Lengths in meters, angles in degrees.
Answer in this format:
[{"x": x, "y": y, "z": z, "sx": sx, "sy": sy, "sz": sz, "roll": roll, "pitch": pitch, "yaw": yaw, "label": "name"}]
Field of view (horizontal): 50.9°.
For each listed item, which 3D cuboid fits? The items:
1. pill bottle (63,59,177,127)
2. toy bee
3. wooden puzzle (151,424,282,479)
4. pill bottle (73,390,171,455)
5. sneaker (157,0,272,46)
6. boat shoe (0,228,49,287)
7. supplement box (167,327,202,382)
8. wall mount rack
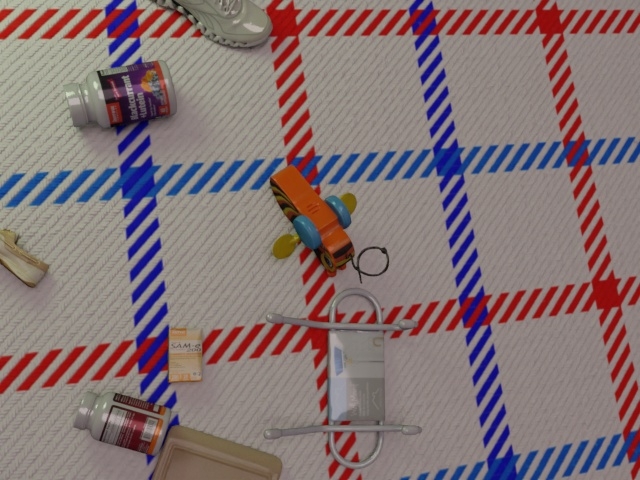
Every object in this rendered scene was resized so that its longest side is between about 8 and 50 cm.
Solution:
[{"x": -0.380, "y": -0.274, "z": 1.278, "sx": 0.193, "sy": 0.108, "sz": 0.108, "roll": -15, "pitch": 83, "yaw": -17, "label": "pill bottle"}, {"x": 0.000, "y": 0.000, "z": 1.317, "sx": 0.195, "sy": 0.162, "sz": 0.299, "roll": -14, "pitch": 58, "yaw": -9, "label": "toy bee"}, {"x": -0.205, "y": 0.479, "z": 1.209, "sx": 0.220, "sy": 0.044, "sz": 0.239, "roll": 21, "pitch": 70, "yaw": -9, "label": "wooden puzzle"}, {"x": -0.346, "y": 0.316, "z": 1.178, "sx": 0.151, "sy": 0.086, "sz": 0.086, "roll": 20, "pitch": 75, "yaw": -10, "label": "pill bottle"}, {"x": -0.230, "y": -0.492, "z": 1.359, "sx": 0.292, "sy": 0.118, "sz": 0.110, "roll": 25, "pitch": 72, "yaw": -10, "label": "sneaker"}, {"x": -0.560, "y": 0.010, "z": 1.201, "sx": 0.170, "sy": 0.063, "sz": 0.059, "roll": 45, "pitch": 69, "yaw": -12, "label": "boat shoe"}, {"x": -0.252, "y": 0.213, "z": 1.249, "sx": 0.062, "sy": 0.036, "sz": 0.099, "roll": 0, "pitch": 78, "yaw": -15, "label": "supplement box"}, {"x": 0.035, "y": 0.254, "z": 1.268, "sx": 0.303, "sy": 0.130, "sz": 0.351, "roll": 3, "pitch": 77, "yaw": -14, "label": "wall mount rack"}]
